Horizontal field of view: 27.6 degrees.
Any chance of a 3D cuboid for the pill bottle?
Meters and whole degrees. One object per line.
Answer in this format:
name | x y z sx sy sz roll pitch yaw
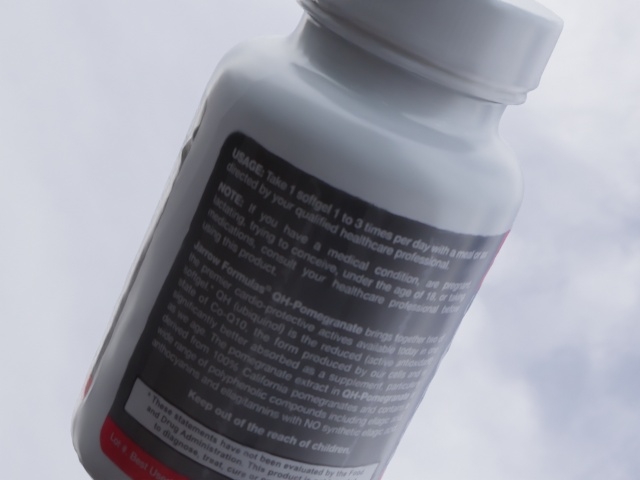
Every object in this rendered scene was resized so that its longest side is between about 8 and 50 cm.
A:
pill bottle | 0.000 0.000 0.697 0.176 0.176 0.318 34 -71 25
